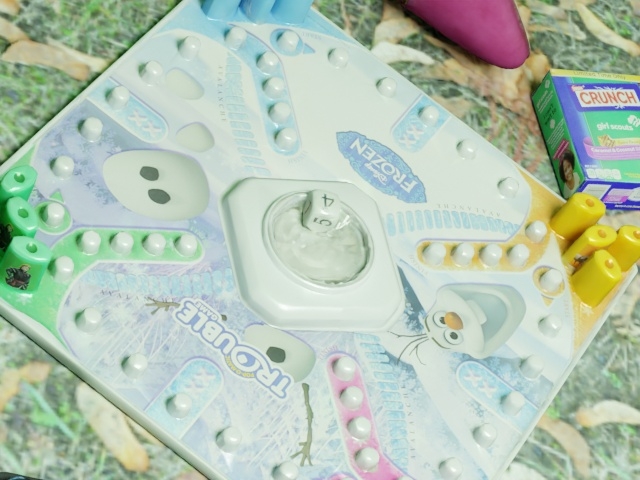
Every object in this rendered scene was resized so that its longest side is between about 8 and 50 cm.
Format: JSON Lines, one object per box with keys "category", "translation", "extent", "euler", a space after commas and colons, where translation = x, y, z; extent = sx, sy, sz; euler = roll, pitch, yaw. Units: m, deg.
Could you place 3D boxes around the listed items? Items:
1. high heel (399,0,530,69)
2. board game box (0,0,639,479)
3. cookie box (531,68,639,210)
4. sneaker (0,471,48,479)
{"category": "high heel", "translation": [-0.013, -0.238, 1.511], "extent": [0.181, 0.127, 0.377], "euler": [-41, 83, -11]}
{"category": "board game box", "translation": [0.000, 0.000, 1.351], "extent": [0.390, 0.050, 0.390], "euler": [38, 49, 3]}
{"category": "cookie box", "translation": [0.222, -0.078, 1.522], "extent": [0.092, 0.040, 0.107], "euler": [1, 55, -24]}
{"category": "sneaker", "translation": [-0.211, 0.179, 1.053], "extent": [0.330, 0.147, 0.129], "euler": [-7, 60, -29]}
